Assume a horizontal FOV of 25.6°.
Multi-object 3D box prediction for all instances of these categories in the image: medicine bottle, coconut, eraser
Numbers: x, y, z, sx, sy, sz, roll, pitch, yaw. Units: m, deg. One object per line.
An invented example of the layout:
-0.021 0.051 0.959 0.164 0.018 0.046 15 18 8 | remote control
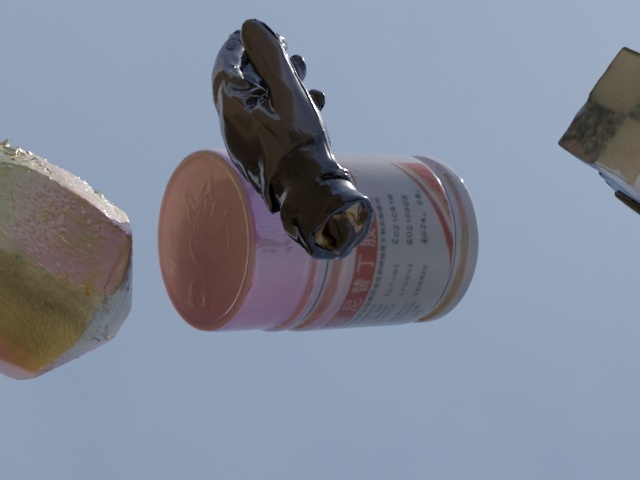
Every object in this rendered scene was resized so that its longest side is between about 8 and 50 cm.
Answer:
0.000 0.000 1.575 0.202 0.315 0.202 3 -87 54 | medicine bottle
-0.307 0.027 1.475 0.233 0.245 0.233 -38 -146 32 | coconut
0.353 -0.007 1.130 0.098 0.404 0.096 -55 -143 4 | eraser

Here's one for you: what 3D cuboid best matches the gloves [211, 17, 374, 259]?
-0.035 -0.107 1.340 0.142 0.119 0.286 95 -18 -48 | gloves
